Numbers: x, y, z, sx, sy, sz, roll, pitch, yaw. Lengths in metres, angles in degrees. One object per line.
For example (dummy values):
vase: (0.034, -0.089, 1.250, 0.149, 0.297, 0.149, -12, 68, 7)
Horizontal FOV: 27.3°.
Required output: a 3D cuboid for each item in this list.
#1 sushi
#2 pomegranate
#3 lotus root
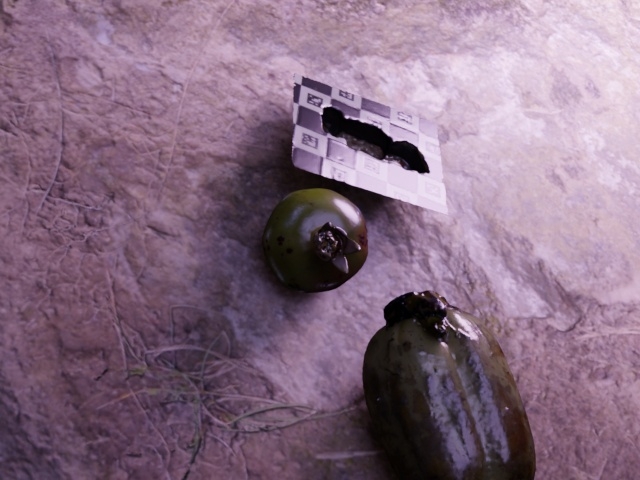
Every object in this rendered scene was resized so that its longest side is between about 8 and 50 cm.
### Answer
sushi: (0.053, -0.108, 1.705, 0.215, 0.050, 0.192, 17, 41, -16)
pomegranate: (0.005, -0.003, 1.565, 0.129, 0.159, 0.129, 8, 77, -37)
lotus root: (0.150, 0.212, 1.501, 0.173, 0.173, 0.309, -6, 64, -24)
